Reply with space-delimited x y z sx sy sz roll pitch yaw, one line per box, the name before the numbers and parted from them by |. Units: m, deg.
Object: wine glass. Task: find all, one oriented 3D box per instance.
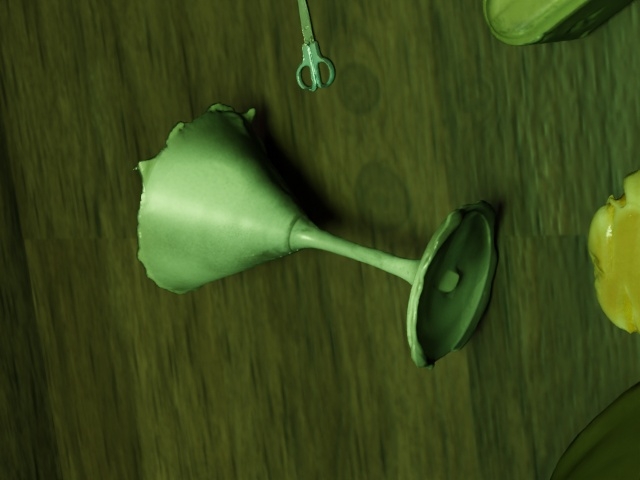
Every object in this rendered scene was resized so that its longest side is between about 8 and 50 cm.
wine glass | 0.000 0.000 0.779 0.232 0.156 0.156 18 112 30

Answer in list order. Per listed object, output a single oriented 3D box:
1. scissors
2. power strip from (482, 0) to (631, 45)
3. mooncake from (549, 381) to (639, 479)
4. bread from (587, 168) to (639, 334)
scissors | -0.010 -0.156 0.830 0.036 0.006 0.083 -7 97 40
power strip | 0.241 -0.230 0.564 0.387 0.092 0.066 -36 81 37
mooncake | 0.291 0.268 0.508 0.467 0.262 0.467 15 119 29
bread | 0.243 0.007 0.624 0.177 0.084 0.119 1 110 36
